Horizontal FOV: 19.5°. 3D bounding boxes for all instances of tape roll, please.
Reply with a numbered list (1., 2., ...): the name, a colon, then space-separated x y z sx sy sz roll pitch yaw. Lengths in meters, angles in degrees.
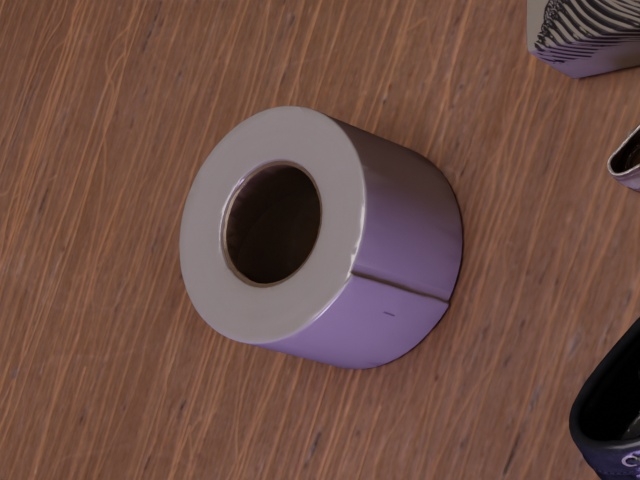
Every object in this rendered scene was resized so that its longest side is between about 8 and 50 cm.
1. tape roll: 0.000 0.000 1.897 0.246 0.169 0.246 -11 72 36

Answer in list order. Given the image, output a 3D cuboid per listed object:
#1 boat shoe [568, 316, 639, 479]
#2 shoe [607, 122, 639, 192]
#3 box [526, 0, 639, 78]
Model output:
1. boat shoe: 0.399 0.034 1.530 0.500 0.156 0.187 -47 34 8
2. shoe: 0.357 -0.116 1.708 0.219 0.058 0.076 -38 57 25
3. box: 0.332 -0.236 1.737 0.275 0.094 0.113 -11 69 37
